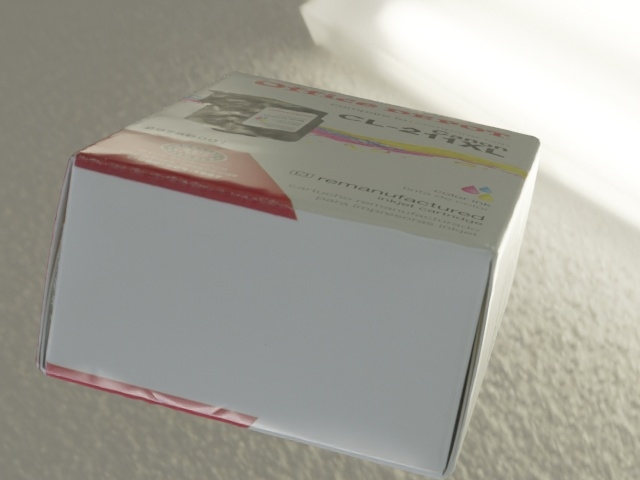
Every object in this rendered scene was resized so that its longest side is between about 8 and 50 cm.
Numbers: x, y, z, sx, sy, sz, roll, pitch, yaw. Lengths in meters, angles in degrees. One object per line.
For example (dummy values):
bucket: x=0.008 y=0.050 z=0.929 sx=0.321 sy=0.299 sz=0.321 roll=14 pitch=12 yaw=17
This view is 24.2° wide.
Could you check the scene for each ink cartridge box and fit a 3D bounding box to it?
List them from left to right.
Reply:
ink cartridge box: x=0.000 y=0.000 z=0.500 sx=0.128 sy=0.072 sz=0.175 roll=13 pitch=-163 yaw=9
